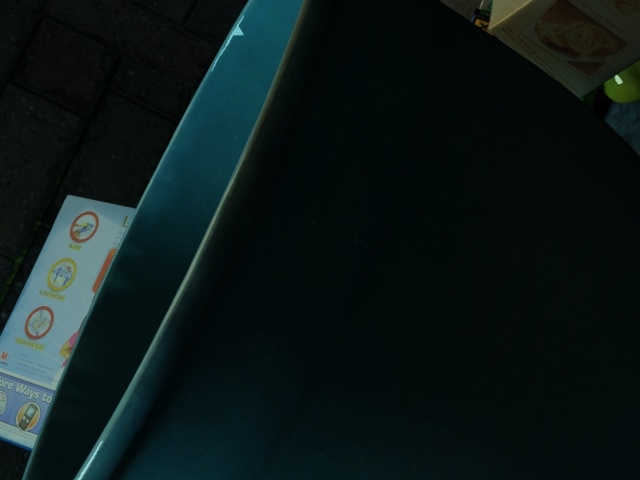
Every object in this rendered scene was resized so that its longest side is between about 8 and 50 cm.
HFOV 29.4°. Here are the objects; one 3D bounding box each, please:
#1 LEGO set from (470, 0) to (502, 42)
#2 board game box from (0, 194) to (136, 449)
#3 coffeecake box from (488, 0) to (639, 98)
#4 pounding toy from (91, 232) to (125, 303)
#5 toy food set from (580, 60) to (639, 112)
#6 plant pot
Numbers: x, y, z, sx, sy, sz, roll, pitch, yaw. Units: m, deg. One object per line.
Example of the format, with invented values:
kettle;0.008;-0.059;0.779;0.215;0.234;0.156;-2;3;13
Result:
LEGO set;0.122;-0.120;0.979;0.244;0.060;0.182;104;-175;-55
board game box;-0.223;0.119;1.404;0.308;0.086;0.302;12;71;33
coffeecake box;0.180;-0.177;0.612;0.185;0.068;0.142;-34;29;39
pounding toy;-0.081;0.050;0.858;0.141;0.100;0.130;-57;41;37
toy food set;0.166;-0.103;0.771;0.128;0.071;0.218;-42;10;-15
plant pot;0.046;0.050;0.504;0.272;0.255;0.272;-58;14;23
